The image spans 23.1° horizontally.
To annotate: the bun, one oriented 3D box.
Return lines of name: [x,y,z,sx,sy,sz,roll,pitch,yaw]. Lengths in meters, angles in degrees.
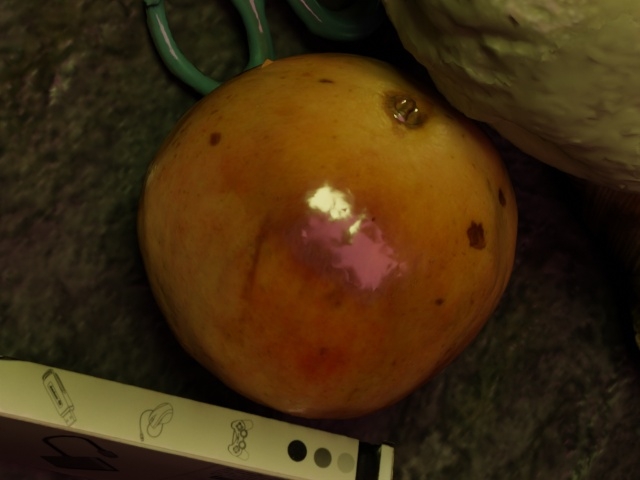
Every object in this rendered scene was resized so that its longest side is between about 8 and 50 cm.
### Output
bun: [0.114,-0.198,0.750,0.219,0.365,0.365,-15,113,24]

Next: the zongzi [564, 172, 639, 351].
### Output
zongzi: [0.265,-0.070,0.940,0.286,0.134,0.288,-44,104,-18]

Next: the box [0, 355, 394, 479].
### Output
box: [-0.097,0.100,0.794,0.247,0.129,0.033,17,70,-27]

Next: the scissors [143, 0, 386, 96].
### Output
scissors: [-0.067,-0.211,0.792,0.138,0.041,0.289,-30,112,-6]

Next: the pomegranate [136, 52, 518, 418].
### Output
pomegranate: [0.002,-0.003,0.793,0.191,0.191,0.191,-5,102,-24]
